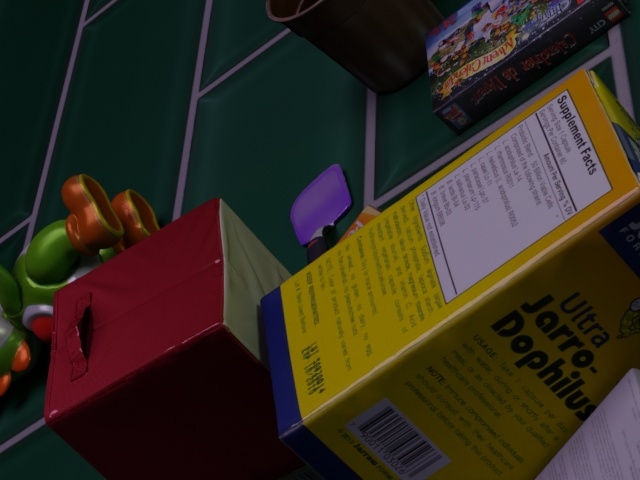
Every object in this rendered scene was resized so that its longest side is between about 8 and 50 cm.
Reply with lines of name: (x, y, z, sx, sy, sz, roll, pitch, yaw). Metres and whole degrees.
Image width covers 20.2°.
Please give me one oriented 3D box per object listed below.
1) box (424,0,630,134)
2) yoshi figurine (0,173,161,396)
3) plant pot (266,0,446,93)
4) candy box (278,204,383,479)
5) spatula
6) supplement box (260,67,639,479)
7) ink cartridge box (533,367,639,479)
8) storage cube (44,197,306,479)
box: (0.219, -0.235, 1.947, 0.233, 0.044, 0.159, -35, 31, 24)
yoshi figurine: (-0.386, 0.051, 2.320, 0.362, 0.203, 0.203, -42, 13, 17)
plant pot: (0.052, -0.269, 2.099, 0.167, 0.165, 0.167, -35, 30, 24)
candy box: (0.014, 0.130, 1.737, 0.316, 0.087, 0.183, -51, 29, -4)
spatula: (0.000, 0.000, 1.956, 0.084, 0.030, 0.296, -41, 17, 15)
supplement box: (0.151, 0.064, 1.491, 0.356, 0.195, 0.194, -35, 31, 16)
ink cartridge box: (0.211, 0.239, 1.386, 0.232, 0.066, 0.189, -58, 21, 30)
storage cube: (-0.113, 0.115, 1.631, 0.193, 0.215, 0.184, -30, 35, 18)
